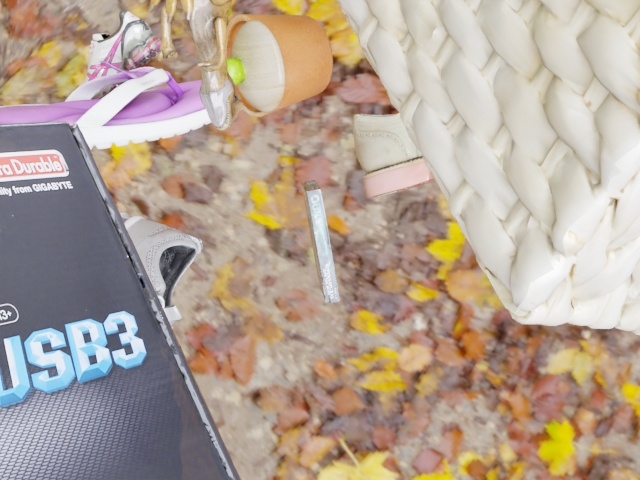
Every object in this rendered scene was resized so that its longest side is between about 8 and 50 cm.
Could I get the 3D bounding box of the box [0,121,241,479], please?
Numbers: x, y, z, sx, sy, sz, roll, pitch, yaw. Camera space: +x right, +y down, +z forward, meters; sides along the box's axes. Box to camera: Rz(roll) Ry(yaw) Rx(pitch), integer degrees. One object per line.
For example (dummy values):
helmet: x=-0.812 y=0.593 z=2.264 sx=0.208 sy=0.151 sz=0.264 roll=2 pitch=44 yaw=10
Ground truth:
box: x=-0.164 y=0.095 z=0.463 sx=0.073 sy=0.295 sz=0.293 roll=-30 pitch=80 yaw=31

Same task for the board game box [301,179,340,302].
board game box: x=0.000 y=0.000 z=1.836 sx=0.026 sy=0.126 sz=0.186 roll=-11 pitch=101 yaw=-3

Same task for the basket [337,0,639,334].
basket: x=0.202 y=-0.164 z=0.531 sx=0.266 sy=0.331 sz=0.328 roll=7 pitch=132 yaw=-28

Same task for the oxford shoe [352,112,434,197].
oxford shoe: x=0.222 y=-0.184 z=1.604 sx=0.396 sy=0.140 sz=0.147 roll=-19 pitch=89 yaw=20

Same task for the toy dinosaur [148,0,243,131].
toy dinosaur: x=-0.061 y=-0.168 z=0.631 sx=0.064 sy=0.112 sz=0.212 roll=25 pitch=114 yaw=22

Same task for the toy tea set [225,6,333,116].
toy tea set: x=-0.099 y=-0.246 z=0.821 sx=0.124 sy=0.200 sz=0.336 roll=-16 pitch=62 yaw=-30

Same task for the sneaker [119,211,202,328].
sneaker: x=-0.205 y=0.080 z=1.156 sx=0.115 sy=0.281 sz=0.105 roll=5 pitch=141 yaw=14

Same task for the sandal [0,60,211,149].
sandal: x=-0.307 y=-0.201 z=1.598 sx=0.416 sy=0.169 sz=0.102 roll=-15 pitch=119 yaw=-29

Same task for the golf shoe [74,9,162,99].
golf shoe: x=-0.325 y=-0.276 z=1.721 sx=0.186 sy=0.067 sz=0.086 roll=-38 pitch=97 yaw=28
